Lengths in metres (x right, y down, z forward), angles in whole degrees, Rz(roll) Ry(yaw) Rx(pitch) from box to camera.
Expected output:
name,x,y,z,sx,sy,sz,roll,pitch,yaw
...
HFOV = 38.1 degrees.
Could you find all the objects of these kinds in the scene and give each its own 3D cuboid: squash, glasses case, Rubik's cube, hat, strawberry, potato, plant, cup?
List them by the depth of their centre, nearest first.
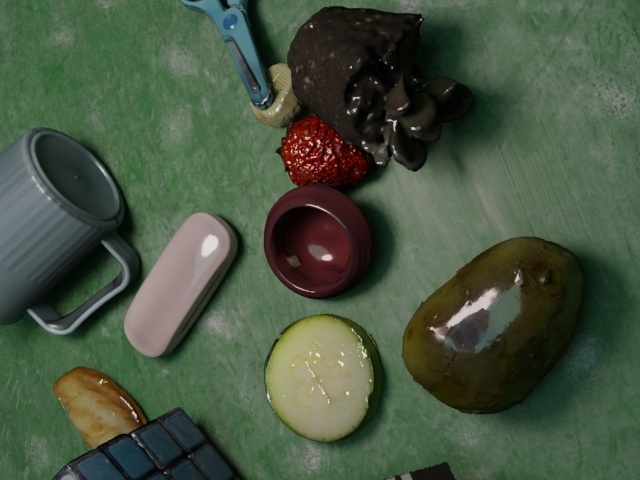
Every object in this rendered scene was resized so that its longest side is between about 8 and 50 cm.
name,x,y,z,sx,sy,sz,roll,pitch,yaw
potato,0.260,0.126,1.373,0.210,0.173,0.307,48,111,22
plant,0.093,-0.249,1.444,0.276,0.199,0.188,33,145,28
Rubik's cube,-0.307,0.538,1.531,0.344,0.337,0.343,46,108,9
strawberry,0.004,-0.134,1.544,0.148,0.131,0.131,39,105,21
hat,0.000,0.000,1.551,0.206,0.089,0.205,9,112,25
squash,0.004,0.232,1.579,0.219,0.041,0.219,-4,83,30
glasses case,-0.257,0.082,1.693,0.113,0.075,0.296,41,107,21
cup,-0.543,-0.004,1.743,0.311,0.257,0.331,-38,70,19

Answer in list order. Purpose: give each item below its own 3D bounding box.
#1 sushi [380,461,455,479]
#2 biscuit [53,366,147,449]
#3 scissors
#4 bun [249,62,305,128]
name,x,y,z,sx,sy,sz,roll,pitch,yaw
sushi,0.131,0.555,1.404,0.296,0.100,0.372,-31,78,42
biscuit,-0.402,0.358,1.775,0.154,0.045,0.299,-43,70,21
scissors,-0.150,-0.393,1.646,0.180,0.032,0.392,-32,63,22
bun,-0.066,-0.249,1.610,0.115,0.069,0.115,-15,63,32
